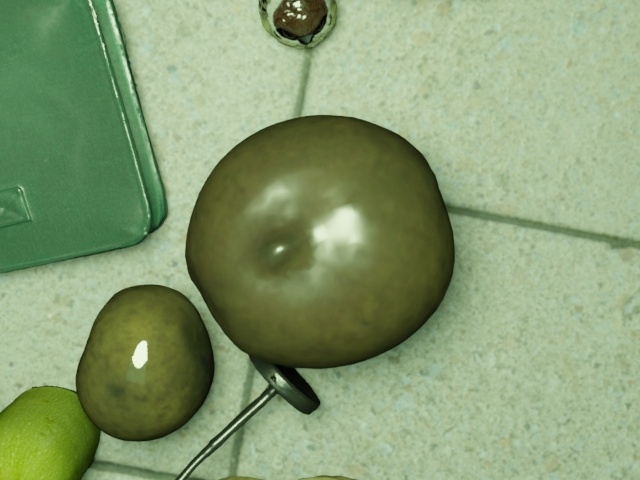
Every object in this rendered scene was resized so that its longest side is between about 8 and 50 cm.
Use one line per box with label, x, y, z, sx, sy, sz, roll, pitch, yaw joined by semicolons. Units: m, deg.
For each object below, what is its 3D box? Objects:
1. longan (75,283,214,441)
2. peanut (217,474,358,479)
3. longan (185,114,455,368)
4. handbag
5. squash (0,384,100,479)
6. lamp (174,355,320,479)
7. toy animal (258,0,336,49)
longan;-0.206;0.145;1.072;0.167;0.167;0.187;1;102;0
peanut;-0.053;0.346;1.111;0.257;0.123;0.123;1;95;-2
longan;-0.002;0.001;1.007;0.297;0.297;0.297;0;95;0
handbag;-0.331;-0.133;1.070;0.239;0.089;0.326;-13;104;5
squash;-0.340;0.258;1.043;0.133;0.247;0.132;0;95;-2
lamp;-0.155;0.263;1.045;0.371;0.108;0.130;-38;70;-19
toy animal;-0.032;-0.296;1.073;0.098;0.098;0.137;-14;94;1
